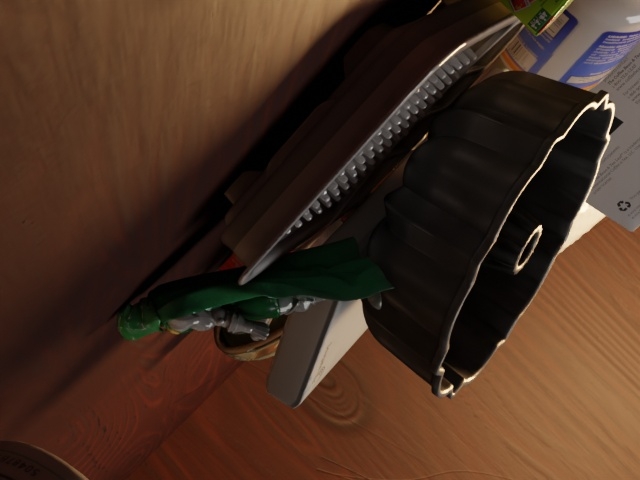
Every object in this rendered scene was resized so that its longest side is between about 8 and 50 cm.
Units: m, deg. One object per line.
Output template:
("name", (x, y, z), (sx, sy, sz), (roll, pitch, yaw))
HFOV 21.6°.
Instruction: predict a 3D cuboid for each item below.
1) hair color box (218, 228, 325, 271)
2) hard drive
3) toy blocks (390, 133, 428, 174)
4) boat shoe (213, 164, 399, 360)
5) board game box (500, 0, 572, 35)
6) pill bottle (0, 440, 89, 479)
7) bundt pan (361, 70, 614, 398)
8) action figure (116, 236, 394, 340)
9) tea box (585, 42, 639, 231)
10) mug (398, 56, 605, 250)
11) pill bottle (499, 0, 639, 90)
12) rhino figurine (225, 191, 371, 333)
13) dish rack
("hair color box", (-0.028, -0.018, 1.788), (0.167, 0.053, 0.093), (-46, 175, 33))
("hard drive", (0.079, -0.005, 1.752), (0.353, 0.047, 0.233), (-45, 163, -38))
("toy blocks", (0.118, -0.106, 2.008), (0.054, 0.123, 0.148), (-2, -172, 15))
("boat shoe", (-0.008, 0.035, 2.067), (0.324, 0.122, 0.120), (-47, 173, 12))
("board game box", (0.210, -0.268, 1.393), (0.181, 0.092, 0.043), (-48, 177, 29))
("pill bottle", (-0.312, 0.329, 1.267), (0.361, 0.204, 0.204), (-41, 174, -45))
("bundt pan", (0.147, -0.020, 1.600), (0.331, 0.124, 0.331), (-51, 160, -26))
("action figure", (-0.066, 0.052, 1.474), (0.232, 0.063, 0.137), (-9, -166, -15))
("tea box", (0.430, -0.253, 2.176), (0.329, 0.220, 0.323), (-46, -159, 38))
("mug", (0.235, -0.101, 2.443), (0.328, 0.276, 0.374), (-35, 142, -27))
("pill bottle", (0.300, -0.276, 1.824), (0.152, 0.152, 0.272), (-44, 176, -24))
("rhino figurine", (-0.025, 0.023, 1.917), (0.243, 0.106, 0.073), (-45, 146, 17))
("dish rack", (0.044, -0.109, 1.455), (0.285, 0.072, 0.333), (-46, 176, 25))
